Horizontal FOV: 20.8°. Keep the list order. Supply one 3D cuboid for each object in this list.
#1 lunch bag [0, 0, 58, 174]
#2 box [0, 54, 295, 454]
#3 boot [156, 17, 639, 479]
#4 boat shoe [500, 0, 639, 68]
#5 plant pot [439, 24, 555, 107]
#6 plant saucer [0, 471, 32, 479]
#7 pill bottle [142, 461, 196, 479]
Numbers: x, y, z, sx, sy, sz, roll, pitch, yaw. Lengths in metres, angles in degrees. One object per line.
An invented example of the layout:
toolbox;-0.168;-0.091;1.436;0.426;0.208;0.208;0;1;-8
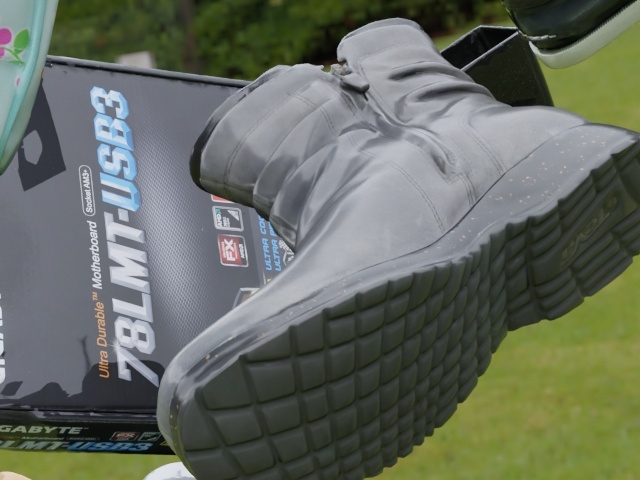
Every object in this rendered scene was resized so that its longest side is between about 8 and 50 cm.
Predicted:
lunch bag;-0.184;-0.157;0.844;0.108;0.279;0.224;10;0;-16
box;-0.132;0.010;1.267;0.293;0.295;0.073;6;-31;-26
boot;0.000;0.000;0.932;0.338;0.118;0.222;-27;42;-36
boat shoe;0.281;-0.289;1.437;0.340;0.113;0.127;-38;31;23
plant pot;0.160;-0.110;1.862;0.187;0.167;0.188;-35;10;-3
plant saucer;-0.292;0.335;1.905;0.200;0.200;0.037;1;41;51
pill bottle;-0.114;0.281;1.289;0.146;0.146;0.264;-8;30;10
